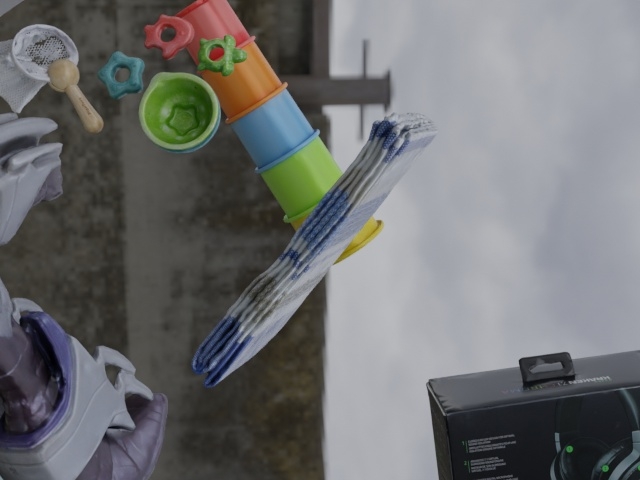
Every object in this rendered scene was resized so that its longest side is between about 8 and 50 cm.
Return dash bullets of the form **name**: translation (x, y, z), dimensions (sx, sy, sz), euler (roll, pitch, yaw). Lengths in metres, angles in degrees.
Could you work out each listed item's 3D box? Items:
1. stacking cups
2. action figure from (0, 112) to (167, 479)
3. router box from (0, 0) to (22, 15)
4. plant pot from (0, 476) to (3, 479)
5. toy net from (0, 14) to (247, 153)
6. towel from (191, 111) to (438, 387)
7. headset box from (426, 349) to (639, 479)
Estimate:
- **stacking cups**: translation (-0.050, -0.121, 1.408), dimensions (0.316, 0.096, 0.096), euler (57, -10, -12)
- **action figure**: translation (-0.168, 0.006, 0.509), dimensions (0.099, 0.185, 0.285), euler (-64, 145, -27)
- **router box**: translation (-0.372, -0.408, 1.320), dimensions (0.301, 0.335, 0.082), euler (-23, -150, 34)
- **plant pot**: translation (-0.294, 0.217, 0.814), dimensions (0.196, 0.293, 0.293), euler (116, -31, -47)
- **toy net**: translation (-0.187, -0.152, 1.121), dimensions (0.045, 0.232, 0.122), euler (60, 45, -78)
- **towel**: translation (0.000, 0.000, 1.161), dimensions (0.285, 0.034, 0.209), euler (-52, 174, 13)
- **headset box**: translation (0.249, 0.259, 1.353), dimensions (0.131, 0.246, 0.283), euler (-111, -167, -80)
